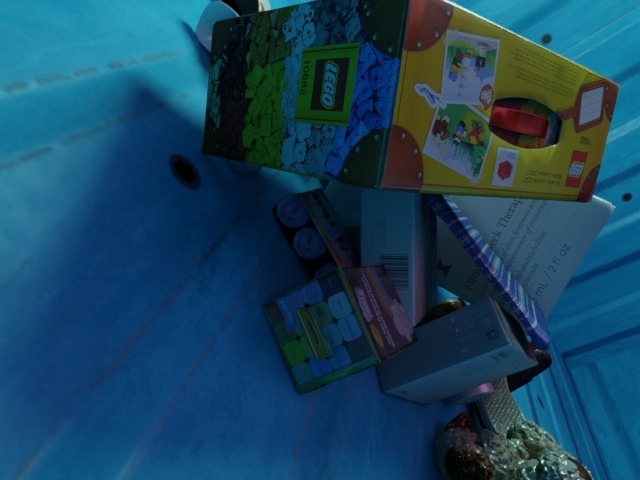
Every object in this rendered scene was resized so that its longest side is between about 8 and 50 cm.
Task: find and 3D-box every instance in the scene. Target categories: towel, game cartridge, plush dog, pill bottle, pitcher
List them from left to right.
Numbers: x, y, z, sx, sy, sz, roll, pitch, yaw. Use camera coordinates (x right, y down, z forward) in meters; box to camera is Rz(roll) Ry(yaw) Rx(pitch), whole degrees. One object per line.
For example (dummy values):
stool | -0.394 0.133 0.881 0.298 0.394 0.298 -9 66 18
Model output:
game cartridge | -0.126 -0.135 0.803 0.055 0.017 0.083 64 24 -2
pitcher | -0.109 -0.353 0.934 0.177 0.125 0.207 51 26 20
pill bottle | 0.095 -0.098 1.072 0.119 0.119 0.208 61 23 0
pill bottle | 0.303 0.247 1.089 0.121 0.121 0.216 28 39 -51
towel | 0.319 0.046 0.939 0.336 0.040 0.243 54 19 9
plush dog | 0.307 0.411 0.858 0.226 0.210 0.262 28 0 10

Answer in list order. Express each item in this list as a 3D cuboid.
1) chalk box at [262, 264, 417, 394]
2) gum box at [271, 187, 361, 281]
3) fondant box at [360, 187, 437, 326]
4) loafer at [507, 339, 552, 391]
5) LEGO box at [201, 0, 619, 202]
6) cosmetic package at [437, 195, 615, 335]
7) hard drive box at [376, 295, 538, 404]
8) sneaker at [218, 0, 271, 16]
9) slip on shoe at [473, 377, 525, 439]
chalk box | 0.022 0.118 0.669 0.213 0.132 0.132 3 62 -61
gum box | 0.000 0.000 0.839 0.188 0.062 0.107 61 24 0
fondant box | 0.163 0.023 0.948 0.330 0.096 0.238 0 89 -71
loafer | 0.530 0.344 1.367 0.130 0.134 0.366 60 -6 27
LEGO box | 0.139 -0.184 0.727 0.501 0.373 0.193 -2 105 -40
cosmetic package | 0.427 -0.029 1.205 0.394 0.329 0.327 30 16 21
hard drive box | 0.240 0.207 0.872 0.181 0.232 0.089 34 34 -47
sneaker | -0.207 -0.595 1.043 0.290 0.106 0.123 51 23 -24
slip on shoe | 0.416 0.372 1.217 0.331 0.123 0.101 -98 -177 -51
